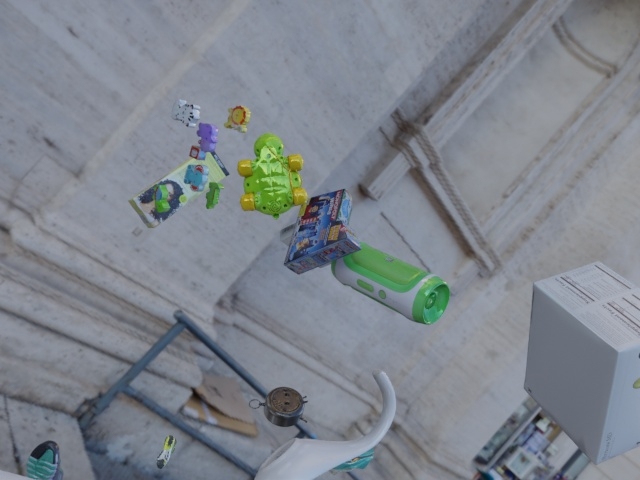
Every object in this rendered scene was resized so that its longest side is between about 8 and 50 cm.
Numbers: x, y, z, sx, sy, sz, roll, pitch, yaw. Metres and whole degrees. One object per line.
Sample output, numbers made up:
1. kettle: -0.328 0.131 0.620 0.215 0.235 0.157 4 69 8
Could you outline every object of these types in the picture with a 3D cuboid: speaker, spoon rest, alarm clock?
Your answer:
1. speaker: 0.166 0.098 1.382 0.296 0.131 0.131 25 -12 41
2. spoon rest: 0.010 0.315 0.856 0.084 0.276 0.137 51 -10 4
3. alarm clock: -0.137 0.534 1.823 0.192 0.064 0.129 4 34 -6

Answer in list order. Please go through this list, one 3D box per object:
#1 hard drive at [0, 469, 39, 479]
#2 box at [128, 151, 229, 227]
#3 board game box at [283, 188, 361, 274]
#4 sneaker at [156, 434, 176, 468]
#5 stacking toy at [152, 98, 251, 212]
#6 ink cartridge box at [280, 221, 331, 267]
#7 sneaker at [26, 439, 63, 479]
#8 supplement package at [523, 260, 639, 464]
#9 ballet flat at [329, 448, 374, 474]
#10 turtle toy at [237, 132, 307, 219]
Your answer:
1. hard drive: -0.441 0.388 0.739 0.233 0.047 0.353 15 -9 1
2. box: -0.336 -0.129 1.344 0.058 0.232 0.087 0 -52 58
3. board game box: 0.020 -0.023 1.362 0.194 0.194 0.060 -9 -35 41
4. sneaker: -0.390 0.544 1.440 0.031 0.083 0.035 13 -23 20
5. stacking toy: -0.221 -0.154 1.059 0.052 0.221 0.167 26 18 24
6. ink cartridge box: 0.000 0.000 1.547 0.179 0.145 0.045 35 42 -40
7. sneaker: -0.754 0.632 1.558 0.083 0.223 0.098 24 16 8
8. supplement package: 0.485 0.210 0.986 0.204 0.145 0.262 -126 -157 -56
9. ballet flat: 0.068 0.664 1.694 0.247 0.087 0.083 20 10 -45
10. turtle toy: -0.070 -0.093 0.807 0.066 0.095 0.130 105 -20 -83
